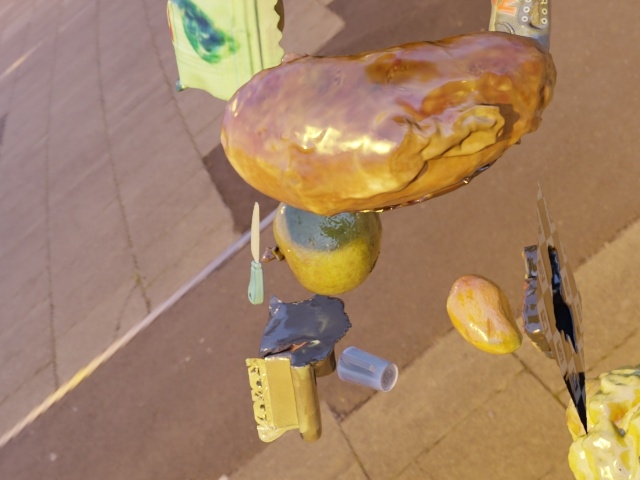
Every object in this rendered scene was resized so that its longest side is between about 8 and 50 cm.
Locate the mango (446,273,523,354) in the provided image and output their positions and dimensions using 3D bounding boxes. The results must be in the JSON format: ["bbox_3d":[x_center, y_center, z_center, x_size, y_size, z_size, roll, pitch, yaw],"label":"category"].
[{"bbox_3d":[0.291,0.136,1.636,0.115,0.089,0.165,-10,59,-8],"label":"mango"}]

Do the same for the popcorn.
[{"bbox_3d":[0.474,0.313,1.278,0.252,0.286,0.215,-22,1,-17],"label":"popcorn"}]

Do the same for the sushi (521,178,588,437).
[{"bbox_3d":[0.269,0.082,1.095,0.047,0.220,0.231,-13,39,24],"label":"sushi"}]

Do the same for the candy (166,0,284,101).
[{"bbox_3d":[-0.170,-0.387,1.461,0.172,0.263,0.398,-9,35,-15],"label":"candy"}]

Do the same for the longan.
[{"bbox_3d":[0.000,0.000,1.246,0.176,0.145,0.155,-24,65,12],"label":"longan"}]

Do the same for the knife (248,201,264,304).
[{"bbox_3d":[-0.146,0.027,2.031,0.032,0.244,0.058,-6,19,-17],"label":"knife"}]

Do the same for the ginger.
[{"bbox_3d":[0.063,-0.102,0.843,0.321,0.165,0.172,-7,44,9],"label":"ginger"}]

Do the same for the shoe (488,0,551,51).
[{"bbox_3d":[0.253,-0.291,1.123,0.077,0.074,0.194,116,158,-58],"label":"shoe"}]

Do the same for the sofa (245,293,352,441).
[{"bbox_3d":[-0.024,0.241,1.736,0.182,0.200,0.258,0,27,9],"label":"sofa"}]

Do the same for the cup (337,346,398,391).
[{"bbox_3d":[0.089,0.261,1.865,0.116,0.104,0.074,14,70,41],"label":"cup"}]
